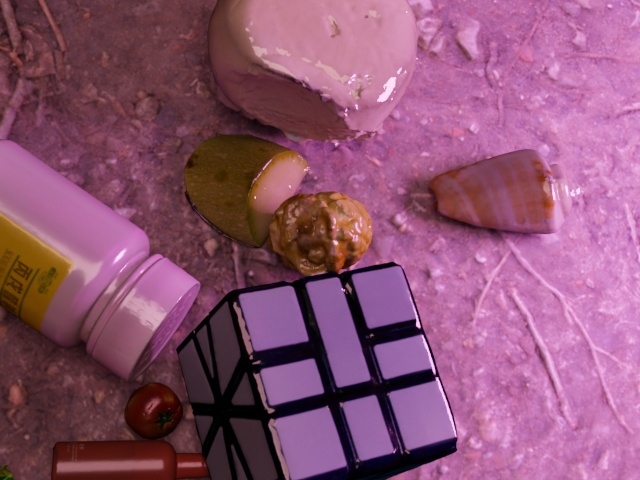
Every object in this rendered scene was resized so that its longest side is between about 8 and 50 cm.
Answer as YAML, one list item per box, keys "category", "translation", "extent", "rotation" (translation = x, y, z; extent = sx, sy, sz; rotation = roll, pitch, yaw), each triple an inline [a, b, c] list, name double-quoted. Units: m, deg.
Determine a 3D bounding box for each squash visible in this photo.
- category: "squash"
  translation: [-0.130, -0.109, 1.739]
  extent: [0.184, 0.085, 0.192]
  rotation: [29, 67, 0]

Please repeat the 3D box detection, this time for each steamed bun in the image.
- category: "steamed bun"
  translation: [-0.015, -0.322, 1.759]
  extent: [0.334, 0.233, 0.312]
  rotation: [33, 66, -7]

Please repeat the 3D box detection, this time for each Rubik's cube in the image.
- category: "Rubik's cube"
  translation: [-0.012, 0.219, 1.513]
  extent: [0.283, 0.288, 0.293]
  rotation: [-11, 75, -28]

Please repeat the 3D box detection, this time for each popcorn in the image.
- category: "popcorn"
  translation: [-0.003, -0.011, 1.694]
  extent: [0.173, 0.173, 0.142]
  rotation: [-23, 92, -17]

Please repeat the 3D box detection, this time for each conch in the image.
- category: "conch"
  translation: [0.322, -0.085, 1.787]
  extent: [0.255, 0.127, 0.158]
  rotation: [-5, 72, -11]

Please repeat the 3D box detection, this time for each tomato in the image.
- category: "tomato"
  translation: [-0.253, 0.254, 1.594]
  extent: [0.087, 0.087, 0.075]
  rotation: [-44, 47, -20]

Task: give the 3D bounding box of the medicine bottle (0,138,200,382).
- category: "medicine bottle"
  translation: [-0.384, 0.030, 1.577]
  extent: [0.379, 0.213, 0.213]
  rotation: [34, 69, 3]

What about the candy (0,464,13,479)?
- category: "candy"
  translation: [-0.474, 0.407, 1.494]
  extent: [0.032, 0.102, 0.178]
  rotation: [23, 63, -41]

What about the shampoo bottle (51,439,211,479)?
- category: "shampoo bottle"
  translation: [-0.269, 0.336, 1.560]
  extent: [0.244, 0.085, 0.085]
  rotation: [3, 70, -11]
